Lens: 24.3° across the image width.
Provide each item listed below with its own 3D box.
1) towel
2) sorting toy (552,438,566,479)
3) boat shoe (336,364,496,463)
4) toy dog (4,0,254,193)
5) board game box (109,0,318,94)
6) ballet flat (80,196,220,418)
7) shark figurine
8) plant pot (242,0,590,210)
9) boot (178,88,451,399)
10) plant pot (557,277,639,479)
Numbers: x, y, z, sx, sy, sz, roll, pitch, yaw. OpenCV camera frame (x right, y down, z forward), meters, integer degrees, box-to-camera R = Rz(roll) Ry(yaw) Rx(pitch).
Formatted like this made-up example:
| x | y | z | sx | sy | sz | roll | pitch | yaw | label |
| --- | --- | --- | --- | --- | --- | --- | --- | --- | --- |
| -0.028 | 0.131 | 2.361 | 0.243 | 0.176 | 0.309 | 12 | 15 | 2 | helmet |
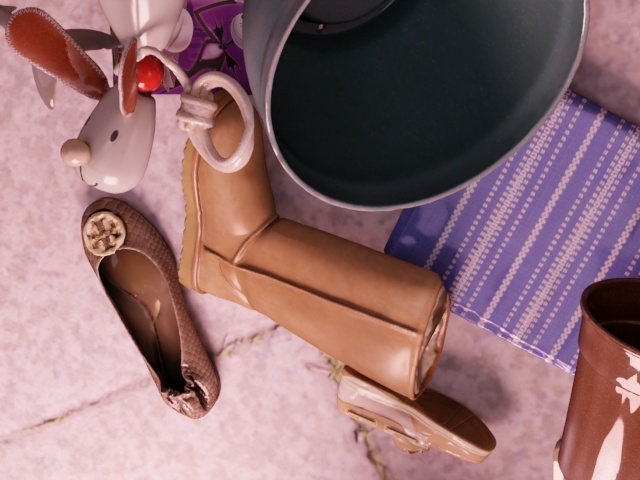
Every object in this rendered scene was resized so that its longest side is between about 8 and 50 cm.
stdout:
| x | y | z | sx | sy | sz | roll | pitch | yaw | label |
| --- | --- | --- | --- | --- | --- | --- | --- | --- | --- |
| 0.248 | 0.003 | 1.388 | 0.336 | 0.040 | 0.243 | 29 | 110 | 7 | towel |
| 0.343 | 0.332 | 1.409 | 0.255 | 0.089 | 0.257 | 2 | 105 | 18 | sorting toy |
| 0.092 | 0.180 | 1.472 | 0.170 | 0.063 | 0.059 | 28 | 114 | 20 | boat shoe |
| -0.188 | -0.209 | 1.324 | 0.220 | 0.161 | 0.334 | -1 | 93 | 42 | toy dog |
| -0.109 | -0.311 | 1.414 | 0.208 | 0.056 | 0.347 | 0 | 104 | 14 | board game box |
| -0.178 | 0.072 | 1.531 | 0.084 | 0.058 | 0.250 | -22 | 96 | 22 | ballet flat |
| -0.340 | -0.220 | 1.479 | 0.278 | 0.116 | 0.166 | -2 | 127 | 39 | shark figurine |
| 0.054 | -0.200 | 1.276 | 0.293 | 0.293 | 0.196 | -54 | 43 | 22 | plant pot |
| 0.000 | 0.000 | 1.411 | 0.269 | 0.089 | 0.236 | 23 | 129 | 23 | boot |
| 0.290 | 0.144 | 1.312 | 0.167 | 0.167 | 0.165 | 17 | 114 | 13 | plant pot |
